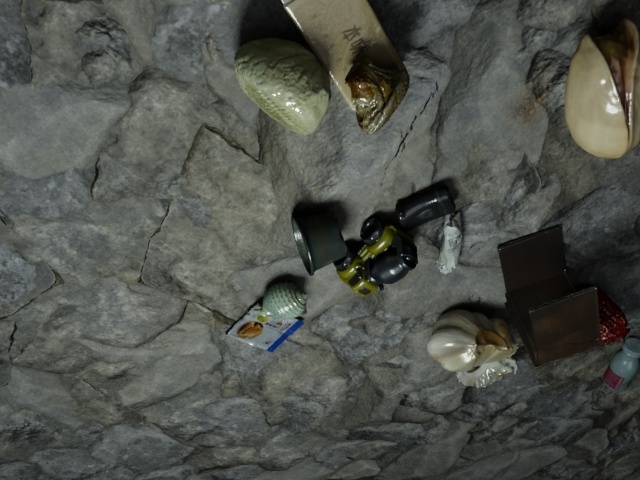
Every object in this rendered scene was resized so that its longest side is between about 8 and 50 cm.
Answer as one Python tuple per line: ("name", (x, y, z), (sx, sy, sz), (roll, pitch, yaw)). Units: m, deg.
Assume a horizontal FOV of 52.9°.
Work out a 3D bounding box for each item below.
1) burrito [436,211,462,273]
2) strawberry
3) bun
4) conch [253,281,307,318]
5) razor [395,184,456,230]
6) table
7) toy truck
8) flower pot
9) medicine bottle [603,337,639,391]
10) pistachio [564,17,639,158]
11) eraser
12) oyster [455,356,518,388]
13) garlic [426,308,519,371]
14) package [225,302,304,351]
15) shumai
("burrito", (0.349, 0.012, 1.728), (0.064, 0.064, 0.203), (-6, 133, -5))
("strawberry", (0.836, 0.237, 1.965), (0.187, 0.184, 0.201), (-9, 100, 28))
("bun", (-0.069, -0.314, 1.262), (0.134, 0.220, 0.220), (-51, 128, -4))
("conch", (-0.098, 0.168, 1.762), (0.153, 0.102, 0.135), (0, 157, 36))
("razor", (0.264, -0.081, 1.625), (0.148, 0.054, 0.090), (-23, 133, 12))
("table", (0.631, 0.159, 1.791), (0.196, 0.250, 0.282), (-19, 135, 8))
("toy truck", (0.147, 0.062, 1.663), (0.147, 0.165, 0.224), (29, 122, -33))
("flower pot", (0.000, 0.000, 1.596), (0.107, 0.157, 0.157), (-16, 135, -9))
("medicine bottle", (1.061, 0.432, 2.242), (0.090, 0.090, 0.216), (-5, 133, -6))
("pistachio", (0.625, -0.313, 1.386), (0.188, 0.187, 0.299), (-17, 130, 6))
("eraser", (0.037, -0.419, 1.247), (0.144, 0.078, 0.343), (-29, 132, 14))
("oyster", (0.538, 0.412, 2.130), (0.214, 0.083, 0.223), (34, 125, -31))
("garlic", (0.439, 0.301, 1.950), (0.281, 0.184, 0.203), (-8, 152, -33))
("package", (-0.163, 0.257, 1.884), (0.173, 0.027, 0.171), (27, 123, -27))
("shumai", (0.101, -0.294, 1.258), (0.116, 0.145, 0.145), (32, 123, -9))
